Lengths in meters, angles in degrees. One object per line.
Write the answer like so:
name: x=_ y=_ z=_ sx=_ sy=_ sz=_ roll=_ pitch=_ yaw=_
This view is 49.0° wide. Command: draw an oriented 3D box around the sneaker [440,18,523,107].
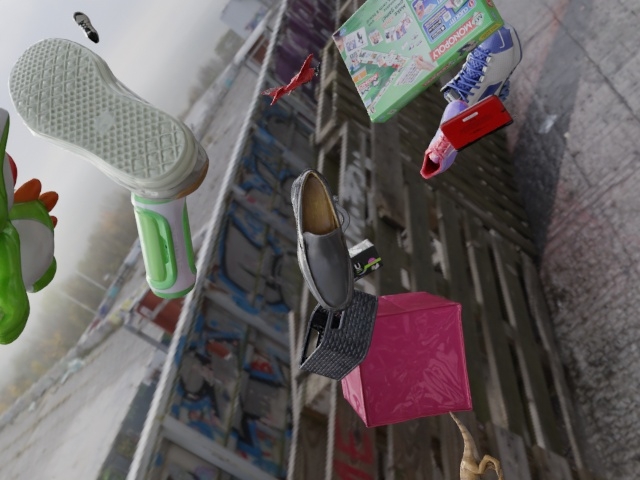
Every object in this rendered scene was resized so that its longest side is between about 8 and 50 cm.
sneaker: x=0.422 y=-0.438 z=1.878 sx=0.182 sy=0.127 sz=0.315 roll=-36 pitch=-27 yaw=-12

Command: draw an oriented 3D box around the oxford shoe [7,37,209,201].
oxford shoe: x=-0.350 y=-0.192 z=1.141 sx=0.449 sy=0.130 sz=0.169 roll=33 pitch=84 yaw=26

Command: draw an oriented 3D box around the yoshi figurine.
yoshi figurine: x=-0.354 y=0.013 z=0.642 sx=0.362 sy=0.203 sz=0.203 roll=97 pitch=159 yaw=-72

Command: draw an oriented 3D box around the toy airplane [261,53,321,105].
toy airplane: x=-0.056 y=-0.329 z=1.465 sx=0.151 sy=0.028 sz=0.151 roll=-35 pitch=-5 yaw=-4

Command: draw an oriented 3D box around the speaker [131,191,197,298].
speaker: x=-0.365 y=-0.010 z=1.658 sx=0.131 sy=0.131 sz=0.296 roll=-84 pitch=-6 yaw=-55

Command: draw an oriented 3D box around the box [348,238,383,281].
box: x=0.094 y=0.047 z=1.651 sx=0.083 sy=0.062 sz=0.052 roll=-30 pitch=24 yaw=-4

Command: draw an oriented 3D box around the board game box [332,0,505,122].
board game box: x=0.174 y=-0.401 z=1.345 sx=0.046 sy=0.213 sz=0.317 roll=-9 pitch=-19 yaw=-46

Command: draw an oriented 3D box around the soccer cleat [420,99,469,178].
soccer cleat: x=0.309 y=-0.244 z=1.733 sx=0.095 sy=0.083 sz=0.248 roll=-45 pitch=-14 yaw=-25

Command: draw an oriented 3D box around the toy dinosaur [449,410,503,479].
toy dinosaur: x=0.317 y=0.463 z=1.455 sx=0.112 sy=0.064 sz=0.211 roll=-4 pitch=75 yaw=24

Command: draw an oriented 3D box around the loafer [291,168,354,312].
loafer: x=0.000 y=0.000 z=0.808 sx=0.062 sy=0.170 sz=0.061 roll=-16 pitch=-7 yaw=-3

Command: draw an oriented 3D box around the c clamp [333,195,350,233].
c clamp: x=0.035 y=-0.074 z=2.281 sx=0.022 sy=0.137 sz=0.160 roll=-28 pitch=-31 yaw=-50

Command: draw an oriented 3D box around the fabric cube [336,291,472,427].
fabric cube: x=0.188 y=0.269 z=1.673 sx=0.258 sy=0.259 sz=0.254 roll=-173 pitch=76 yaw=-81

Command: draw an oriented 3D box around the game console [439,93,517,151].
game console: x=0.356 y=-0.269 z=1.583 sx=0.144 sy=0.124 sz=0.085 roll=-28 pitch=33 yaw=27

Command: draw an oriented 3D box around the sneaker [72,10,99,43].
sneaker: x=-0.531 y=-0.485 z=1.603 sx=0.032 sy=0.083 sz=0.037 roll=-36 pitch=48 yaw=2

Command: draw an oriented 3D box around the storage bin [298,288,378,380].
storage bin: x=0.031 y=0.167 z=1.263 sx=0.180 sy=0.084 sz=0.122 roll=123 pitch=163 yaw=-60
